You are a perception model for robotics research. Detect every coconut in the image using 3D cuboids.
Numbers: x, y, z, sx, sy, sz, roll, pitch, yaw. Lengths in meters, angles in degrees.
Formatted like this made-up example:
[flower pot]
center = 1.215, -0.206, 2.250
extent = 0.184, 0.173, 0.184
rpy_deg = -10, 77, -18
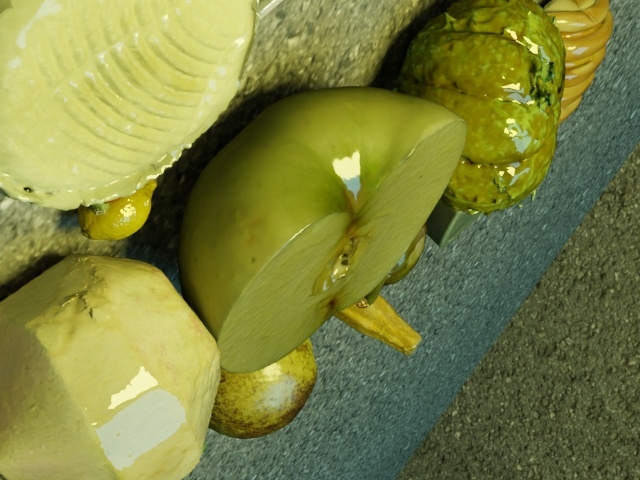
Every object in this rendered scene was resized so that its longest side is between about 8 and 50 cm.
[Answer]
[coconut]
center = -0.230, 0.144, 0.994
extent = 0.259, 0.259, 0.259
rpy_deg = -42, 158, -21

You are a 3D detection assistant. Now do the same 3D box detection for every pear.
[pear]
center = -0.111, 0.174, 1.363
extent = 0.197, 0.197, 0.197
rpy_deg = -42, 158, -21

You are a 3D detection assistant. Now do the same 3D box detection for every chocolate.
[chocolate]
center = 0.060, 0.104, 1.537
extent = 0.085, 0.219, 0.086
rpy_deg = -45, 160, -22

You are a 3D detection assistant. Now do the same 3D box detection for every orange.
[orange]
center = 0.211, -0.192, 1.316
extent = 0.301, 0.223, 0.300
rpy_deg = -63, 160, -46

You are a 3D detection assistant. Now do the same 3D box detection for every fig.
[fig]
center = 0.089, 0.032, 1.491
extent = 0.245, 0.149, 0.149
rpy_deg = -73, -178, -46

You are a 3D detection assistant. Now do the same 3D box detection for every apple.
[apple]
center = 0.000, 0.000, 1.149
extent = 0.360, 0.319, 0.312
rpy_deg = 105, -11, -62

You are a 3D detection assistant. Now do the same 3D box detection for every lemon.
[lemon]
center = -0.200, -0.035, 0.976
extent = 0.092, 0.065, 0.065
rpy_deg = -40, 158, -24

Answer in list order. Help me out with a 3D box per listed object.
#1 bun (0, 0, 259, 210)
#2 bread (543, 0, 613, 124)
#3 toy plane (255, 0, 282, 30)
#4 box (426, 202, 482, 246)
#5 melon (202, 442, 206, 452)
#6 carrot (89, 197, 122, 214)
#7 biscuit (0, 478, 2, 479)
[bun]
center = -0.174, -0.154, 0.687
extent = 0.259, 0.152, 0.259
rpy_deg = -33, 152, -20
[bread]
center = 0.402, -0.290, 1.699
extent = 0.173, 0.121, 0.311
rpy_deg = -38, 158, -30
[toy plane]
center = 0.002, -0.273, 0.924
extent = 0.273, 0.107, 0.182
rpy_deg = -37, 151, -21
[box]
center = 0.205, -0.091, 1.578
extent = 0.148, 0.129, 0.210
rpy_deg = -40, 167, -14
[melon]
center = -0.269, 0.338, 1.497
extent = 0.118, 0.064, 0.209
rpy_deg = -52, 157, 8
[carrot]
center = -0.195, -0.126, 0.857
extent = 0.061, 0.061, 0.257
rpy_deg = -34, 146, -36
[biscuit]
center = -0.369, 0.235, 1.111
extent = 0.094, 0.054, 0.379
rpy_deg = -44, 159, -12
